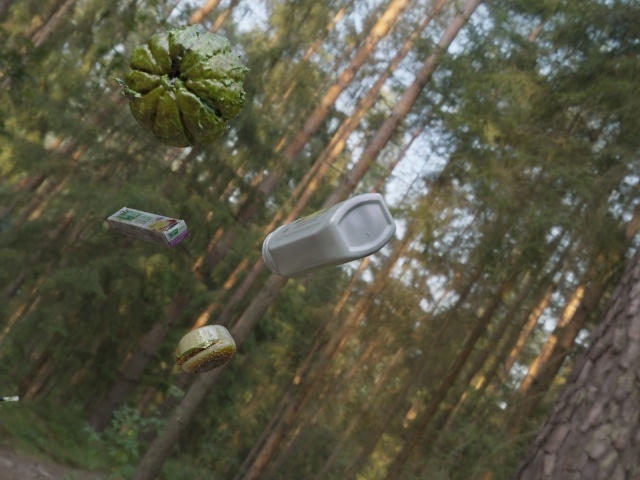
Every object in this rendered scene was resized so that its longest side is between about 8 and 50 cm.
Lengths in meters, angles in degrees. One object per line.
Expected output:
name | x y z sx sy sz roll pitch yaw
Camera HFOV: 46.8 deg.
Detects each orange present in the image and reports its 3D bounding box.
orange | -0.329 -0.384 1.830 0.300 0.301 0.223 40 6 0

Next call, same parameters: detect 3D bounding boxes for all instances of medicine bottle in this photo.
medicine bottle | 0.000 0.000 1.553 0.324 0.179 0.124 -22 -82 56

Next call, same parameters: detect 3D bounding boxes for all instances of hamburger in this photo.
hamburger | -0.249 0.241 1.597 0.082 0.126 0.141 64 11 27

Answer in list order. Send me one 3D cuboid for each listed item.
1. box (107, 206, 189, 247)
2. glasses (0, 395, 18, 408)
box | -0.337 -0.028 1.436 0.207 0.050 0.041 12 -47 44
glasses | -0.990 0.432 2.155 0.239 0.102 0.207 -11 -25 34
